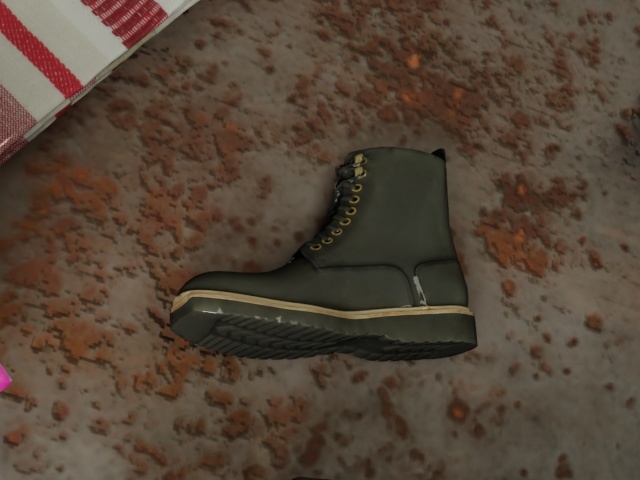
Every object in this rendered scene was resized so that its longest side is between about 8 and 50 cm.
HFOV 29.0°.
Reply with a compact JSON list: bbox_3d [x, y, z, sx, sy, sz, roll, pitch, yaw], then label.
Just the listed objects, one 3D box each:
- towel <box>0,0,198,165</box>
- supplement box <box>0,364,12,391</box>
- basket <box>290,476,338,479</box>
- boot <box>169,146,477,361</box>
[{"bbox_3d":[-0.170,-0.205,0.699,0.237,0.037,0.329,46,62,-4],"label":"towel"},{"bbox_3d":[-0.230,0.063,0.558,0.111,0.220,0.114,-37,92,-25],"label":"supplement box"},{"bbox_3d":[0.077,0.219,0.684,0.227,0.154,0.204,18,80,-13],"label":"basket"},{"bbox_3d":[0.000,0.000,0.754,0.198,0.077,0.137,7,69,-34],"label":"boot"}]
